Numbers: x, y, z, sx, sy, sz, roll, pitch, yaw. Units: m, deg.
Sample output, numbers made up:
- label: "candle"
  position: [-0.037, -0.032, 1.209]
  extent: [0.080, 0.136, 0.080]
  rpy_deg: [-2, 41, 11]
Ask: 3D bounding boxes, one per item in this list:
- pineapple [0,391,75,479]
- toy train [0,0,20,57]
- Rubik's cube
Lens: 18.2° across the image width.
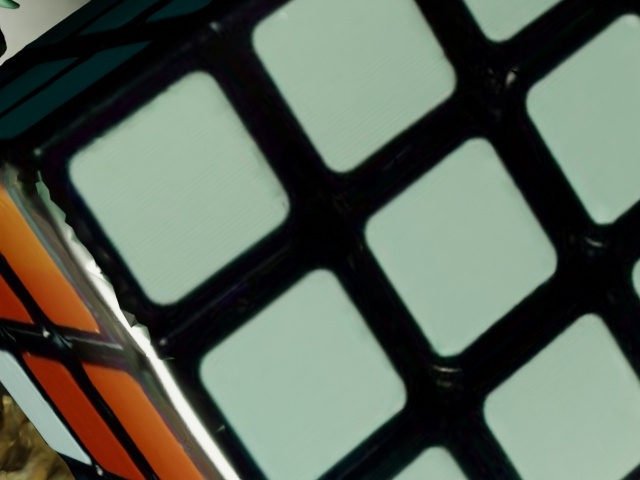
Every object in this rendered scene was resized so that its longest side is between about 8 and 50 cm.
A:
- label: "pineapple"
  position: [-0.117, 0.095, 0.696]
  extent: [0.237, 0.111, 0.119]
  rpy_deg: [-7, 84, 31]
- label: "toy train"
  position: [-0.104, -0.144, 0.522]
  extent: [0.107, 0.154, 0.198]
  rpy_deg: [1, 118, 22]
- label: "Rubik's cube"
  position: [0.000, 0.000, 0.530]
  extent: [0.163, 0.162, 0.160]
  rpy_deg: [55, 160, -15]
